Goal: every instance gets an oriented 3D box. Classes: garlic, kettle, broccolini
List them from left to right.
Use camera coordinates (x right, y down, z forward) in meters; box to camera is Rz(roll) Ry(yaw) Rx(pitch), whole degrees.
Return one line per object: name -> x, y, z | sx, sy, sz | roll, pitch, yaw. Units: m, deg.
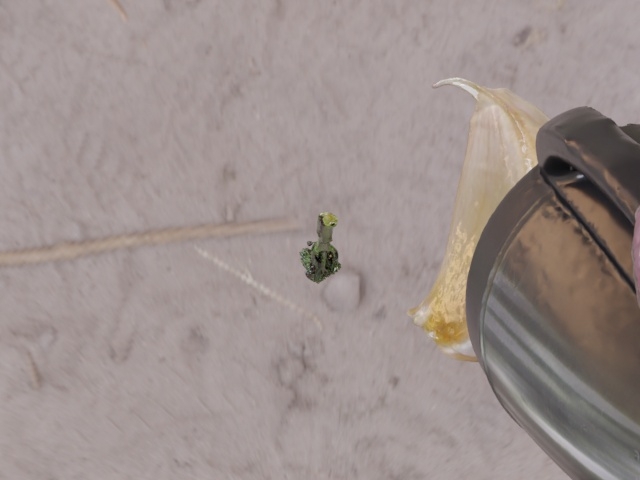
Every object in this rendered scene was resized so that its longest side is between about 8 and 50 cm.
broccolini -> 0.000, 0.000, 1.256 | 0.030, 0.140, 0.035 | -26, 73, -10
garlic -> 0.162, -0.011, 1.310 | 0.164, 0.145, 0.244 | 8, 98, 15
kettle -> 0.213, 0.058, 0.786 | 0.207, 0.271, 0.250 | -3, 116, -14

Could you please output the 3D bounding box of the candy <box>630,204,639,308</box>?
candy -> 0.155, 0.019, 0.557 | 0.043, 0.103, 0.103 | -26, 74, 37
